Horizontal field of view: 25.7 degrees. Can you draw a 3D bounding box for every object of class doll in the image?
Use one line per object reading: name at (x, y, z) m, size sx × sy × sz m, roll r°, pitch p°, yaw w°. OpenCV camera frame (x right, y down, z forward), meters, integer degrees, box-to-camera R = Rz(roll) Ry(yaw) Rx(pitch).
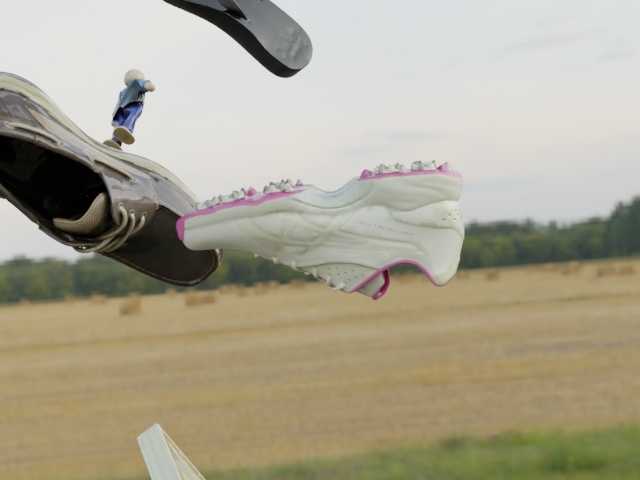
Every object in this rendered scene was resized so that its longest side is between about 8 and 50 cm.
doll at (-0.328, -0.230, 2.418) m, size 0.046 × 0.189 × 0.129 m, roll 33°, pitch -53°, yaw -24°

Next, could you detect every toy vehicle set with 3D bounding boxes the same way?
toy vehicle set at (-0.153, 0.356, 1.805) m, size 0.035 × 0.166 × 0.267 m, roll -37°, pitch 25°, yaw -2°

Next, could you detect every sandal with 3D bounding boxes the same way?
sandal at (-0.107, -0.285, 1.592) m, size 0.254 × 0.097 × 0.054 m, roll 32°, pitch -39°, yaw -21°

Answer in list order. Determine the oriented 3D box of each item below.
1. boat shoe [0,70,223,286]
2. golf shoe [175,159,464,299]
boat shoe at (-0.258, -0.038, 1.539) m, size 0.355 × 0.132 × 0.130 m, roll 33°, pitch 24°, yaw -26°
golf shoe at (0.000, 0.000, 1.444) m, size 0.306 × 0.140 × 0.115 m, roll -7°, pitch 7°, yaw 16°
